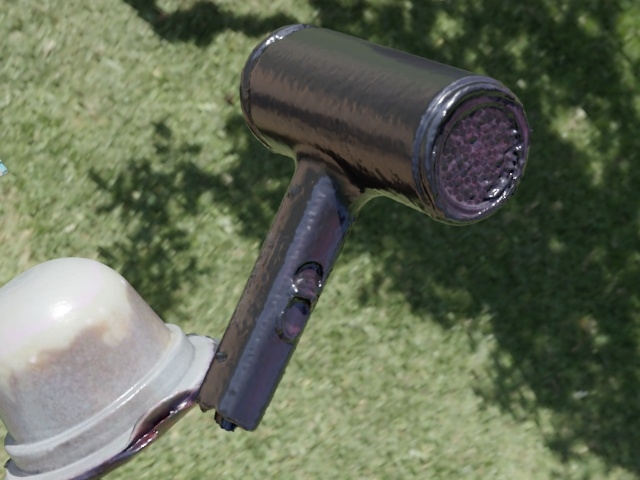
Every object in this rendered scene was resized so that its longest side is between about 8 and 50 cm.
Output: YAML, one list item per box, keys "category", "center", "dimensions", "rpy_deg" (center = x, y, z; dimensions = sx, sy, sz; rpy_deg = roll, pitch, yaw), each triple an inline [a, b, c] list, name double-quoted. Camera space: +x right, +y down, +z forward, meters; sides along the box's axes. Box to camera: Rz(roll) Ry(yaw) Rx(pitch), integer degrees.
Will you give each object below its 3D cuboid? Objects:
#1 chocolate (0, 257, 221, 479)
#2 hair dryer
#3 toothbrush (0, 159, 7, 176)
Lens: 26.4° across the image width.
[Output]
- category: "chocolate"
  center: [-0.194, 0.091, 1.063]
  dimensions: [0.147, 0.221, 0.221]
  rpy_deg: [57, 49, -25]
- category: "hair dryer"
  center: [0.000, 0.000, 0.815]
  dimensions: [0.089, 0.197, 0.251]
  rpy_deg: [26, 90, -38]
- category: "toothbrush"
  center: [-0.320, -0.055, 1.289]
  dimensions: [0.017, 0.204, 0.022]
  rpy_deg: [-44, 101, 5]
